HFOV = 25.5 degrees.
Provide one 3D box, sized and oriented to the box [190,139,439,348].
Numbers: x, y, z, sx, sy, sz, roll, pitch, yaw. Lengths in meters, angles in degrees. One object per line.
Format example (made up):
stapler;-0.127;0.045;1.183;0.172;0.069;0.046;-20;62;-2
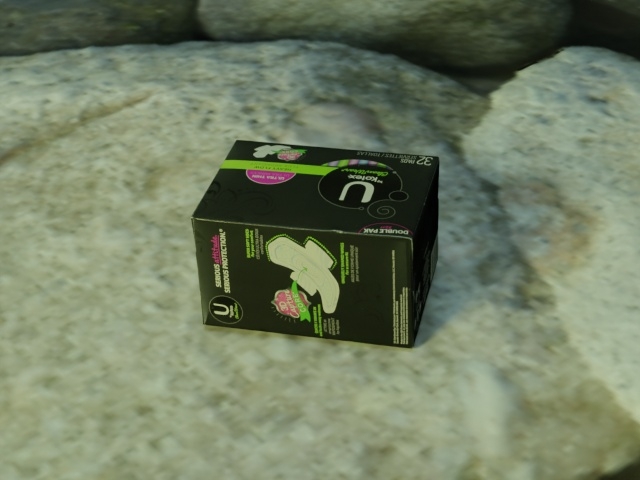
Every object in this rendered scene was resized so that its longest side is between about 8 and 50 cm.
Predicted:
box;0.000;0.000;0.542;0.083;0.052;0.062;6;34;12
